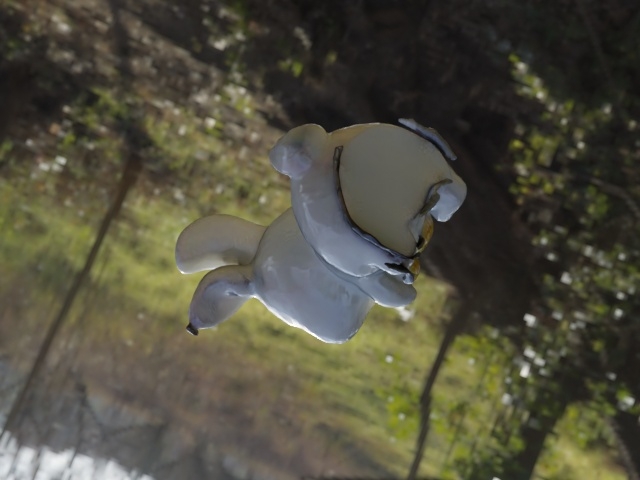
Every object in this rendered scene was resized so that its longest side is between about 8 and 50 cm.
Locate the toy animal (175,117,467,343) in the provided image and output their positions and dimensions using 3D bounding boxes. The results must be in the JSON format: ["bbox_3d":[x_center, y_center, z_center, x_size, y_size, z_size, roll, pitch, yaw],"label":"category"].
[{"bbox_3d":[0.005,0.005,1.393,0.247,0.183,0.310,15,150,-24],"label":"toy animal"}]
